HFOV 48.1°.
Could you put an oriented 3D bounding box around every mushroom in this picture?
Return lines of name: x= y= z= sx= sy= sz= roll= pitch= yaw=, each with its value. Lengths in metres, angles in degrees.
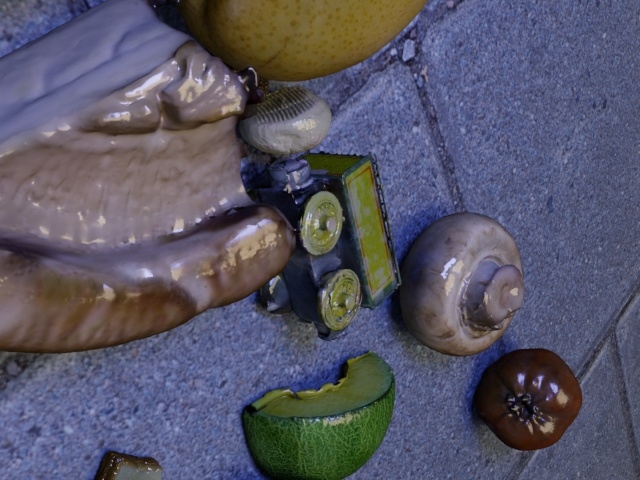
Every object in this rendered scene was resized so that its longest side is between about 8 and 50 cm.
mushroom: x=-0.242 y=-0.011 z=0.683 sx=0.397 sy=0.224 sz=0.313 roll=-37 pitch=138 yaw=-24
mushroom: x=0.240 y=0.071 z=1.173 sx=0.255 sy=0.184 sz=0.254 roll=1 pitch=88 yaw=-36

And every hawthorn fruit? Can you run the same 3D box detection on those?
hawthorn fruit: x=0.421 y=0.307 z=1.420 sx=0.251 sy=0.200 sz=0.199 roll=8 pitch=94 yaw=-61

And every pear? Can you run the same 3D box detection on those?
pear: x=-0.021 y=-0.321 z=0.740 sx=0.314 sy=0.314 sz=0.314 roll=-13 pitch=109 yaw=-42

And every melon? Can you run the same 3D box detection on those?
melon: x=0.027 y=0.288 z=1.054 sx=0.265 sy=0.129 sz=0.169 roll=-17 pitch=114 yaw=-42

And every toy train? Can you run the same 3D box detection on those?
toy train: x=0.000 y=0.000 z=0.954 sx=0.177 sy=0.134 sz=0.260 roll=-40 pitch=127 yaw=-41

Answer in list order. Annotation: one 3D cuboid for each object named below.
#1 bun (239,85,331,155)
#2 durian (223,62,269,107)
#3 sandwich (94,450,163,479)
bun: x=-0.042 y=-0.141 z=0.893 sx=0.115 sy=0.115 sz=0.069 roll=-40 pitch=133 yaw=-31
durian: x=-0.092 y=-0.189 z=0.847 sx=0.091 sy=0.080 sz=0.080 roll=-12 pitch=109 yaw=-30
sandwich: x=-0.236 y=0.309 z=0.861 sx=0.093 sy=0.036 sz=0.104 roll=36 pitch=75 yaw=-44
